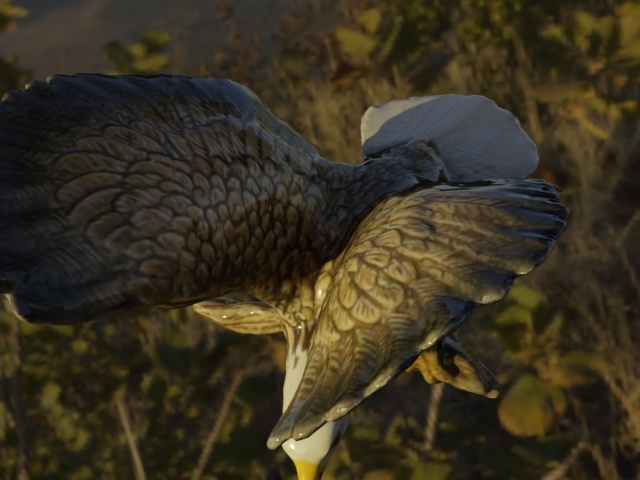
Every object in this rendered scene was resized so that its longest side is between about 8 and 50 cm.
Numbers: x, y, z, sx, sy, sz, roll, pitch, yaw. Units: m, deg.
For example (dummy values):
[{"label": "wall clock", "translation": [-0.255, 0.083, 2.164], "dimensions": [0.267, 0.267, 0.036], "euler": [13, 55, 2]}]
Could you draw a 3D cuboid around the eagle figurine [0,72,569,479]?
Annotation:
[{"label": "eagle figurine", "translation": [0.002, 0.010, 0.646], "dimensions": [0.226, 0.225, 0.298], "euler": [-27, -24, 9]}]
